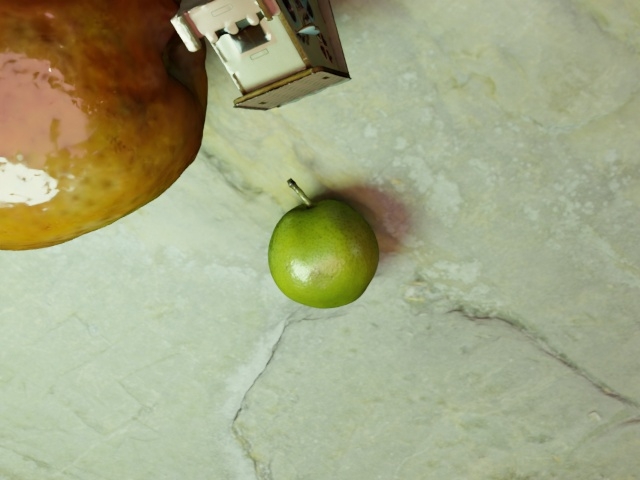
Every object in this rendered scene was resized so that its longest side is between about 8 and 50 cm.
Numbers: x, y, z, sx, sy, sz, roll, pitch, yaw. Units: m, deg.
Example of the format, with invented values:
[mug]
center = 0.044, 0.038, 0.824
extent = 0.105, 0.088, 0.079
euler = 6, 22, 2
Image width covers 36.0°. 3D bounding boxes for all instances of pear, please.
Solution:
[pear]
center = 0.000, 0.000, 1.562
extent = 0.180, 0.166, 0.216
euler = -9, 99, 23

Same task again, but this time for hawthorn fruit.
[hawthorn fruit]
center = -0.366, -0.218, 1.302
extent = 0.472, 0.472, 0.471
euler = 2, 121, 3

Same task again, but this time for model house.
[model house]
center = -0.054, -0.286, 1.293
extent = 0.169, 0.326, 0.244
euler = -20, 123, 13
